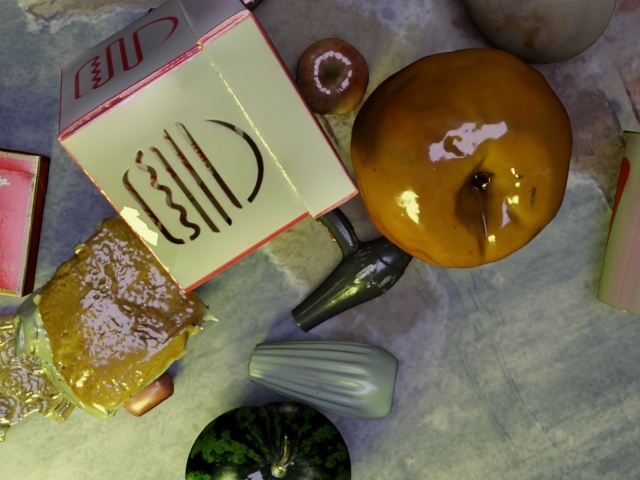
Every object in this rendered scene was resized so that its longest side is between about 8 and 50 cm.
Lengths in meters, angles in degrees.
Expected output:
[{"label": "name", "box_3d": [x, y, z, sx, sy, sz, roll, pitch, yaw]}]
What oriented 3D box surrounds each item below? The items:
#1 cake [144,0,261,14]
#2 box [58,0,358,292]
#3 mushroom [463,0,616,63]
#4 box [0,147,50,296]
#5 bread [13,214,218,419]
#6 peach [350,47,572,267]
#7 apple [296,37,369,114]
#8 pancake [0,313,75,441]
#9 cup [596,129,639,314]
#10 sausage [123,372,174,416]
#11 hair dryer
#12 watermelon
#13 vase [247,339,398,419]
[{"label": "cake", "box_3d": [-0.196, -0.376, 1.363, 0.117, 0.086, 0.220, 44, 91, -6]}, {"label": "box", "box_3d": [-0.174, -0.169, 1.217, 0.300, 0.312, 0.314, -32, 122, 3]}, {"label": "mushroom", "box_3d": [0.382, -0.436, 1.324, 0.290, 0.292, 0.293, -25, 94, -30]}, {"label": "box", "box_3d": [-0.547, -0.035, 1.374, 0.153, 0.074, 0.240, 8, 93, 1]}, {"label": "bread", "box_3d": [-0.338, 0.125, 1.305, 0.279, 0.225, 0.250, -44, 95, -8]}, {"label": "peach", "box_3d": [0.217, -0.136, 1.289, 0.342, 0.302, 0.343, -3, 116, -6]}, {"label": "apple", "box_3d": [0.021, -0.271, 1.370, 0.126, 0.102, 0.126, 0, 95, 2]}, {"label": "pancake", "box_3d": [-0.519, 0.230, 1.407, 0.235, 0.029, 0.212, -24, 92, -3]}, {"label": "cup", "box_3d": [0.564, -0.023, 1.376, 0.203, 0.203, 0.288, 13, 98, -3]}, {"label": "sausage", "box_3d": [-0.294, 0.258, 1.402, 0.094, 0.059, 0.054, -35, 82, 4]}, {"label": "hair dryer", "box_3d": [0.000, 0.000, 1.411, 0.235, 0.091, 0.272, -36, 81, 10]}, {"label": "watermelon", "box_3d": [-0.084, 0.385, 1.328, 0.269, 0.269, 0.269, 0, 93, -2]}, {"label": "vase", "box_3d": [0.003, 0.225, 1.386, 0.248, 0.128, 0.128, 9, 92, 6]}]
